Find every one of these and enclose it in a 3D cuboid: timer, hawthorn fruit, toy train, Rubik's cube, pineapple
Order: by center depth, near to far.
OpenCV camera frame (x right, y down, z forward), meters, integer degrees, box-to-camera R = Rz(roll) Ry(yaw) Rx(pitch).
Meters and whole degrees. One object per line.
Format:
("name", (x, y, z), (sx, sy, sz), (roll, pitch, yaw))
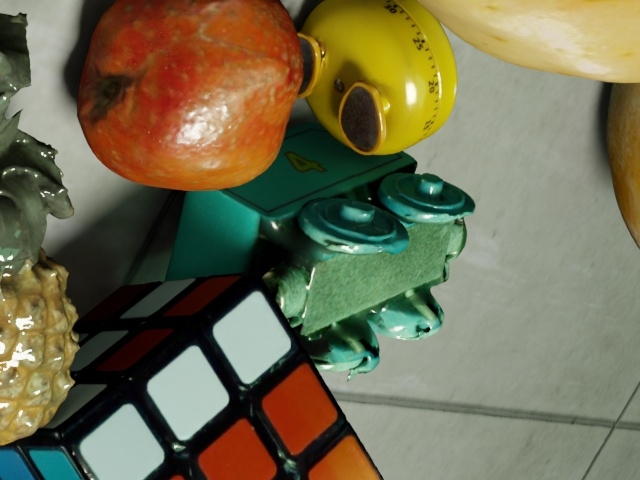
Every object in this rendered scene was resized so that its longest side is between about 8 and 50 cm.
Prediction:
("pineapple", (-0.177, -0.009, 0.989), (0.119, 0.111, 0.237), (-74, 168, -57))
("hawthorn fruit", (-0.070, -0.085, 1.067), (0.128, 0.128, 0.128), (-39, 148, -30))
("Rubik's cube", (-0.091, 0.129, 1.143), (0.163, 0.162, 0.160), (-40, 108, -29))
("toy train", (0.000, 0.000, 1.225), (0.198, 0.154, 0.107), (-21, 133, -50))
("timer", (0.040, -0.107, 1.226), (0.109, 0.107, 0.107), (-29, 142, -39))

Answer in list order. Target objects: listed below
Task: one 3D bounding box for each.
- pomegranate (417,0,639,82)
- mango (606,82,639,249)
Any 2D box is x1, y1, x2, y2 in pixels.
("pomegranate", (0.140, -0.273, 0.946), (0.411, 0.411, 0.411), (-39, 148, -30))
("mango", (0.342, -0.133, 1.588), (0.221, 0.199, 0.384), (-29, 141, -44))
